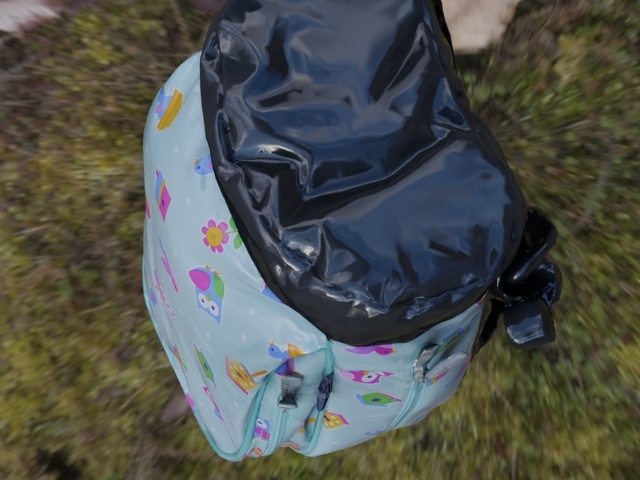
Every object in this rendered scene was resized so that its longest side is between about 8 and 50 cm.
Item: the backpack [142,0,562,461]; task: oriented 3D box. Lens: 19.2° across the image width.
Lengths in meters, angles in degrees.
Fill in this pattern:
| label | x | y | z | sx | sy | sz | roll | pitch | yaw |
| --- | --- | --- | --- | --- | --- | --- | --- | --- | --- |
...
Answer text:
| label | x | y | z | sx | sy | sz | roll | pitch | yaw |
| --- | --- | --- | --- | --- | --- | --- | --- | --- | --- |
| backpack | 0.000 | 0.000 | 0.652 | 0.115 | 0.182 | 0.152 | -10 | 65 | -12 |
